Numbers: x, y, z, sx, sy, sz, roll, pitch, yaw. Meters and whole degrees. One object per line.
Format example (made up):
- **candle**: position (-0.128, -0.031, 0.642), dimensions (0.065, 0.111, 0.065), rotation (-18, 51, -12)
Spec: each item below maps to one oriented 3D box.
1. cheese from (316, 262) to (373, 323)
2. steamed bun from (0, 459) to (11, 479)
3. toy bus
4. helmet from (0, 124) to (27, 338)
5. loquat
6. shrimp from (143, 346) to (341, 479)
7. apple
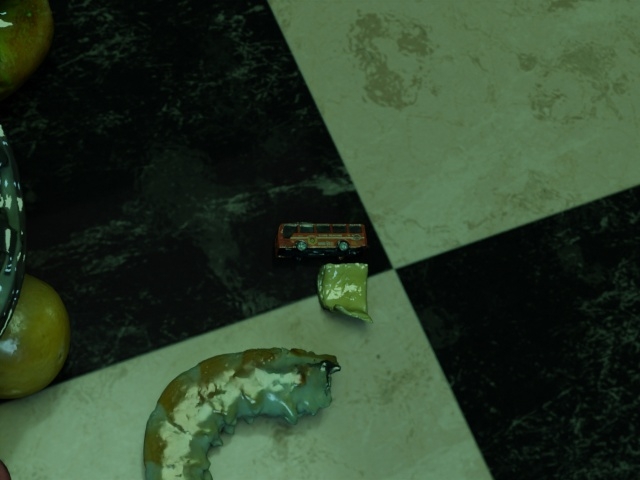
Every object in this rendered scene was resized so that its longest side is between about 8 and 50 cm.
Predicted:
- **cheese**: position (0.030, 0.069, 1.640), dimensions (0.060, 0.041, 0.084), rotation (1, 50, -17)
- **steamed bun**: position (-0.418, 0.293, 1.310), dimensions (0.309, 0.309, 0.309), rotation (4, 65, -8)
- **toy bus**: position (0.000, 0.000, 1.672), dimensions (0.110, 0.031, 0.043), rotation (1, 63, -11)
- **helmet**: position (-0.421, -0.003, 1.410), dimensions (0.225, 0.177, 0.305), rotation (5, 86, -20)
- **loquat**: position (-0.340, 0.100, 1.510), dimensions (0.141, 0.141, 0.141), rotation (4, 65, -8)
- **shrimp**: position (-0.104, 0.230, 1.529), dimensions (0.185, 0.068, 0.287), rotation (19, 66, 1)
- **apple**: position (-0.444, -0.271, 1.607), dimensions (0.226, 0.246, 0.246), rotation (16, 62, 23)
